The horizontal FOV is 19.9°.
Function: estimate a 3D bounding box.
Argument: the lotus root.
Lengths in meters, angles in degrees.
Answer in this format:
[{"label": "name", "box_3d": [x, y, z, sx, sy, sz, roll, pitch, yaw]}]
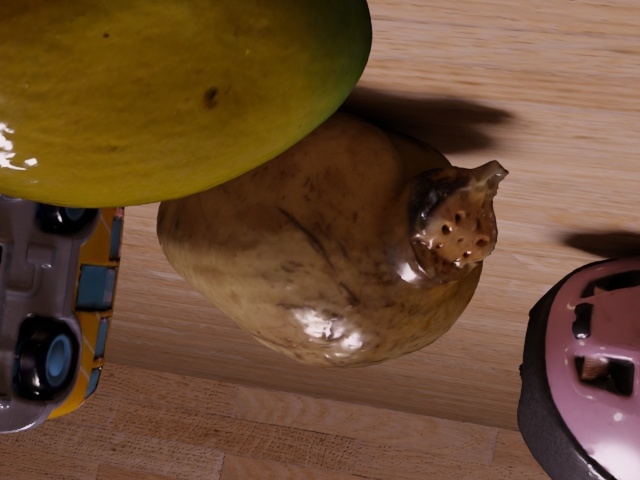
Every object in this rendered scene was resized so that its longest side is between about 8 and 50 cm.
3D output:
[{"label": "lotus root", "box_3d": [0.000, 0.000, 1.030, 0.154, 0.140, 0.257, 25, 171, -34]}]

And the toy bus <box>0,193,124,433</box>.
[{"label": "toy bus", "box_3d": [-0.195, 0.016, 1.182, 0.126, 0.209, 0.136, 7, 180, 20]}]

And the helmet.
[{"label": "helmet", "box_3d": [0.257, 0.104, 1.233, 0.253, 0.198, 0.154, 20, 146, -12]}]

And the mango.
[{"label": "mango", "box_3d": [-0.071, -0.072, 0.670, 0.091, 0.137, 0.237, 45, -167, 35]}]
